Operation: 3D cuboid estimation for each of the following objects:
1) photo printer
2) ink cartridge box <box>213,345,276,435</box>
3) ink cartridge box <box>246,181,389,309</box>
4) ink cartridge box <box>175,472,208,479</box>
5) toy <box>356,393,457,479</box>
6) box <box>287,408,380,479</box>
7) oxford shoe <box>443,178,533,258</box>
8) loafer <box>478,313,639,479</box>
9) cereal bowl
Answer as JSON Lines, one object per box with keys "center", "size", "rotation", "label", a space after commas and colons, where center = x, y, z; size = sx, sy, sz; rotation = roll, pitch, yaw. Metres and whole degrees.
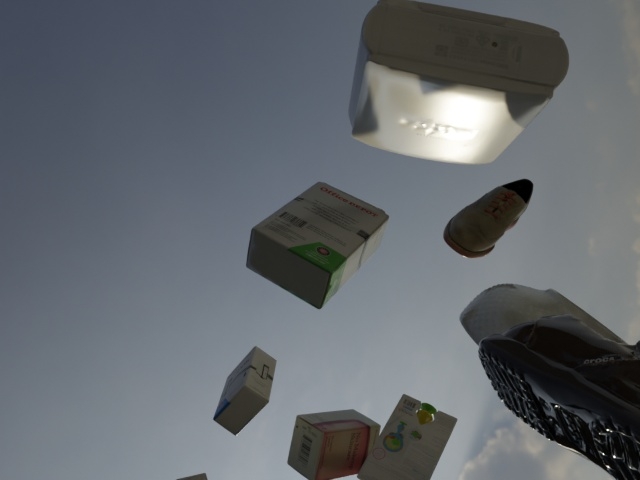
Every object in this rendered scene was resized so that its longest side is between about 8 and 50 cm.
{"center": [0.170, -0.205, 0.842], "size": [0.256, 0.307, 0.107], "rotation": [11, -101, 0], "label": "photo printer"}
{"center": [-0.205, 0.411, 1.608], "size": [0.086, 0.148, 0.203], "rotation": [38, -164, -11], "label": "ink cartridge box"}
{"center": [0.000, 0.000, 1.354], "size": [0.289, 0.211, 0.121], "rotation": [-40, -29, -47], "label": "ink cartridge box"}
{"center": [-0.246, 0.548, 1.117], "size": [0.062, 0.104, 0.181], "rotation": [-4, -51, -26], "label": "ink cartridge box"}
{"center": [0.194, 0.466, 1.283], "size": [0.237, 0.137, 0.056], "rotation": [-51, -29, -37], "label": "toy"}
{"center": [0.041, 0.583, 1.663], "size": [0.232, 0.127, 0.148], "rotation": [9, -86, -41], "label": "box"}
{"center": [0.405, -0.068, 1.385], "size": [0.123, 0.130, 0.348], "rotation": [40, -139, 15], "label": "oxford shoe"}
{"center": [0.287, 0.142, 0.496], "size": [0.130, 0.366, 0.134], "rotation": [-33, -64, -11], "label": "loafer"}
{"center": [0.411, 0.183, 0.982], "size": [0.339, 0.339, 0.141], "rotation": [27, -76, -39], "label": "cereal bowl"}
